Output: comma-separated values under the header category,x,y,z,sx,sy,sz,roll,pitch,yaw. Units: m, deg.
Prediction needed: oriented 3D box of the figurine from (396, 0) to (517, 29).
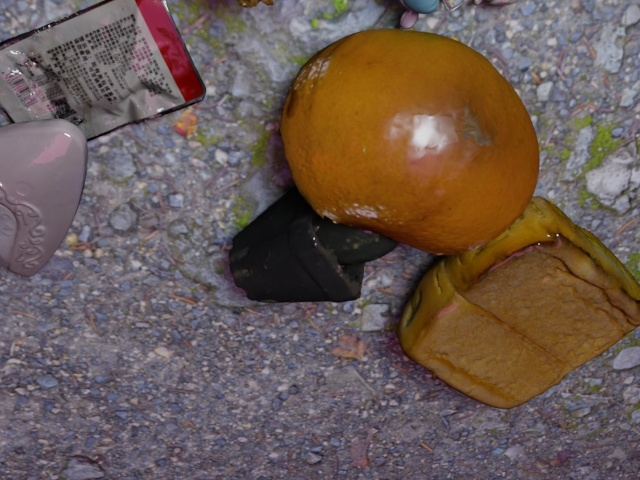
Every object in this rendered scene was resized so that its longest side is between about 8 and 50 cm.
category,x,y,z,sx,sy,sz,roll,pitch,yaw
figurine,0.187,-0.346,0.751,0.260,0.103,0.205,-33,160,10

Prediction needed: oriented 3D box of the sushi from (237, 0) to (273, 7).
category,x,y,z,sx,sy,sz,roll,pitch,yaw
sushi,-0.048,-0.406,0.588,0.234,0.207,0.349,13,123,-27

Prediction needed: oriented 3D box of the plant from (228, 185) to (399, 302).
category,x,y,z,sx,sy,sz,roll,pitch,yaw
plant,0.000,0.000,0.904,0.256,0.164,0.142,-24,123,24

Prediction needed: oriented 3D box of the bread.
category,x,y,z,sx,sy,sz,roll,pitch,yaw
bread,0.302,0.103,1.042,0.337,0.148,0.328,30,118,-29

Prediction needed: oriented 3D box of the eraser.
category,x,y,z,sx,sy,sz,roll,pitch,yaw
eraser,-0.389,-0.065,0.833,0.243,0.059,0.204,-34,123,24

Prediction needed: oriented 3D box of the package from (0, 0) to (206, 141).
category,x,y,z,sx,sy,sz,roll,pitch,yaw
package,-0.272,-0.194,0.791,0.239,0.030,0.154,-18,127,7

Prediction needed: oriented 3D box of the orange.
category,x,y,z,sx,sy,sz,roll,pitch,yaw
orange,0.115,-0.121,0.795,0.310,0.274,0.274,18,123,9
